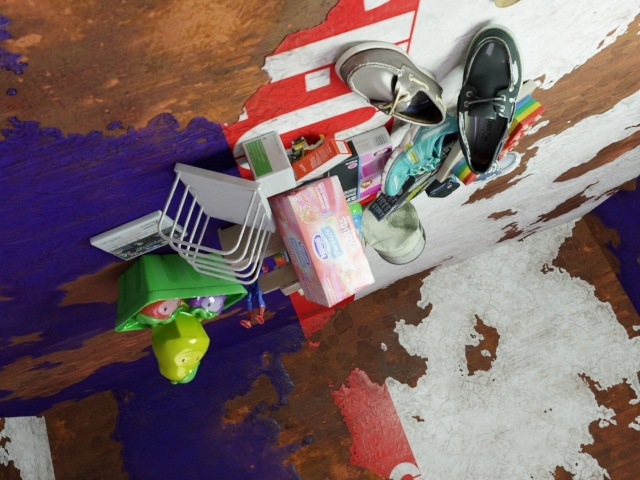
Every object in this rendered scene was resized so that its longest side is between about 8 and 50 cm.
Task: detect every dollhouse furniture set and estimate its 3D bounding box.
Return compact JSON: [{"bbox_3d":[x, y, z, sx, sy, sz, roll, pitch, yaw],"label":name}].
[{"bbox_3d":[-0.151,0.094,1.522,0.197,0.287,0.303,-21,152,1],"label":"dollhouse furniture set"}]

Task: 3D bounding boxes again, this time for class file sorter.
[{"bbox_3d":[-0.232,-0.025,1.139,0.192,0.173,0.278,14,163,6],"label":"file sorter"}]

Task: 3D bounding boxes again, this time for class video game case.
[{"bbox_3d":[-0.471,-0.011,1.287,0.190,0.022,0.173,-22,162,1],"label":"video game case"}]

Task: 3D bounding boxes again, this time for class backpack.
[{"bbox_3d":[0.408,-0.195,1.641,0.114,0.084,0.105,3,150,-45],"label":"backpack"}]

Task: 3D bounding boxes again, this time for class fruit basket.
[{"bbox_3d":[-0.430,0.246,1.528,0.282,0.393,0.391,-34,159,35],"label":"fruit basket"}]

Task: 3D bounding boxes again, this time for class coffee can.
[{"bbox_3d":[0.269,-0.031,1.773,0.201,0.202,0.275,-24,162,11],"label":"coffee can"}]

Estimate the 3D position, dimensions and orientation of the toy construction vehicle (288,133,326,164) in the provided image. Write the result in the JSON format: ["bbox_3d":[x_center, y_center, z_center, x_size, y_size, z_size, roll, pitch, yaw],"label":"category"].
[{"bbox_3d":[-0.031,-0.213,1.165,0.098,0.035,0.086,-22,163,3],"label":"toy construction vehicle"}]

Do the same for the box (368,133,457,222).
[{"bbox_3d":[0.282,-0.182,1.474,0.216,0.060,0.270,-34,170,-28],"label":"box"}]

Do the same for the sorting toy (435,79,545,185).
[{"bbox_3d":[0.469,-0.270,1.342,0.257,0.089,0.255,-37,166,-18],"label":"sorting toy"}]

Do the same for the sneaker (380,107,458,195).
[{"bbox_3d":[0.242,-0.211,1.233,0.107,0.110,0.275,-36,163,-50],"label":"sneaker"}]

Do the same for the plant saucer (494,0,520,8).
[{"bbox_3d":[0.355,-0.464,0.897,0.083,0.015,0.083,-19,162,-7],"label":"plant saucer"}]

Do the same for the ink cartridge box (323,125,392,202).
[{"bbox_3d":[0.099,-0.180,1.379,0.175,0.069,0.371,-20,165,-3],"label":"ink cartridge box"}]

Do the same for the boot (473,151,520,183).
[{"bbox_3d":[0.601,-0.252,1.717,0.190,0.069,0.086,-32,162,36],"label":"boot"}]

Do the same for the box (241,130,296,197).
[{"bbox_3d":[-0.114,-0.167,1.095,0.087,0.101,0.102,-20,163,-4],"label":"box"}]

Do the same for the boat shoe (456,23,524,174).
[{"bbox_3d":[0.360,-0.286,1.072,0.127,0.113,0.340,13,142,16],"label":"boat shoe"}]

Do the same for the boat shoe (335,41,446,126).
[{"bbox_3d":[0.158,-0.307,1.001,0.116,0.097,0.324,-33,159,34],"label":"boat shoe"}]

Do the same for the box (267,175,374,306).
[{"bbox_3d":[0.000,0.000,1.264,0.154,0.300,0.142,-25,-167,-24],"label":"box"}]

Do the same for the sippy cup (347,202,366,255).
[{"bbox_3d":[0.043,0.021,1.541,0.239,0.224,0.305,-16,180,41],"label":"sippy cup"}]

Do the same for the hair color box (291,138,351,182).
[{"bbox_3d":[-0.003,-0.187,1.162,0.141,0.043,0.072,-29,173,31],"label":"hair color box"}]

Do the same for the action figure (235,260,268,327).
[{"bbox_3d":[-0.243,0.142,1.682,0.091,0.281,0.139,-20,132,18],"label":"action figure"}]
